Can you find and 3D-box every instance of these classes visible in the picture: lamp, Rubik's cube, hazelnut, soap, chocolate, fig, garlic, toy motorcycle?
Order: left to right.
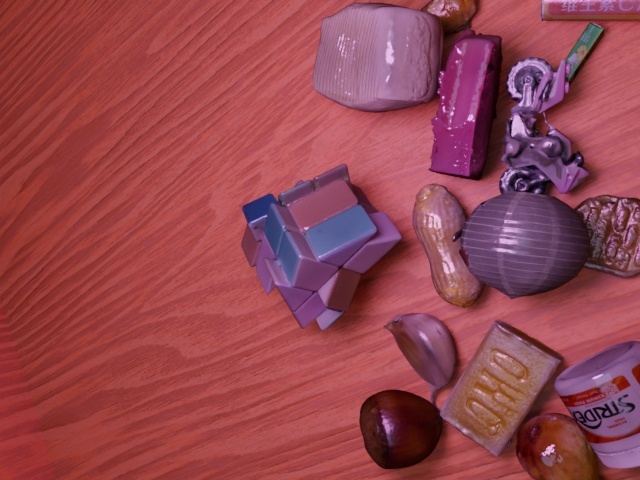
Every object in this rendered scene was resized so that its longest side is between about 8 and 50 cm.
[{"bbox_3d":[0.000,0.000,1.334,0.387,0.368,0.358,-47,53,21],"label":"Rubik's cube"},{"bbox_3d":[0.204,0.468,1.327,0.208,0.208,0.208,0,91,28],"label":"hazelnut"},{"bbox_3d":[0.278,0.294,1.331,0.129,0.148,0.266,-21,74,-10],"label":"garlic"},{"bbox_3d":[0.307,0.012,1.292,0.134,0.134,0.309,-19,86,27],"label":"chocolate"},{"bbox_3d":[0.338,-0.306,1.225,0.128,0.220,0.324,9,94,19],"label":"soap"},{"bbox_3d":[0.423,0.344,1.254,0.174,0.089,0.274,31,103,24],"label":"soap"},{"bbox_3d":[0.430,0.011,1.144,0.266,0.233,0.232,9,96,-2],"label":"lamp"},{"bbox_3d":[0.499,-0.235,1.171,0.188,0.143,0.326,6,104,25],"label":"toy motorcycle"},{"bbox_3d":[0.564,0.490,1.169,0.257,0.159,0.159,31,106,2],"label":"fig"}]

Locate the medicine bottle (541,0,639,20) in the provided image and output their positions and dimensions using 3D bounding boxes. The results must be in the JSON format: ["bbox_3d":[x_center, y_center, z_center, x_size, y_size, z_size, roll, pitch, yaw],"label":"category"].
[{"bbox_3d":[0.689,-0.499,1.099,0.426,0.108,0.108,12,96,29],"label":"medicine bottle"}]

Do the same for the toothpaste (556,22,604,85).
[{"bbox_3d":[0.567,-0.395,1.194,0.037,0.043,0.178,36,106,20],"label":"toothpaste"}]

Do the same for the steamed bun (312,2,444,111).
[{"bbox_3d":[0.156,-0.435,1.290,0.384,0.236,0.246,29,118,59],"label":"steamed bun"}]

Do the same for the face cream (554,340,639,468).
[{"bbox_3d":[0.616,0.330,1.086,0.201,0.201,0.187,-35,75,24],"label":"face cream"}]

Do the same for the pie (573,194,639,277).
[{"bbox_3d":[0.636,-0.014,1.160,0.195,0.046,0.195,1,93,28],"label":"pie"}]

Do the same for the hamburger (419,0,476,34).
[{"bbox_3d":[0.319,-0.559,1.299,0.176,0.087,0.102,-35,74,21],"label":"hamburger"}]
